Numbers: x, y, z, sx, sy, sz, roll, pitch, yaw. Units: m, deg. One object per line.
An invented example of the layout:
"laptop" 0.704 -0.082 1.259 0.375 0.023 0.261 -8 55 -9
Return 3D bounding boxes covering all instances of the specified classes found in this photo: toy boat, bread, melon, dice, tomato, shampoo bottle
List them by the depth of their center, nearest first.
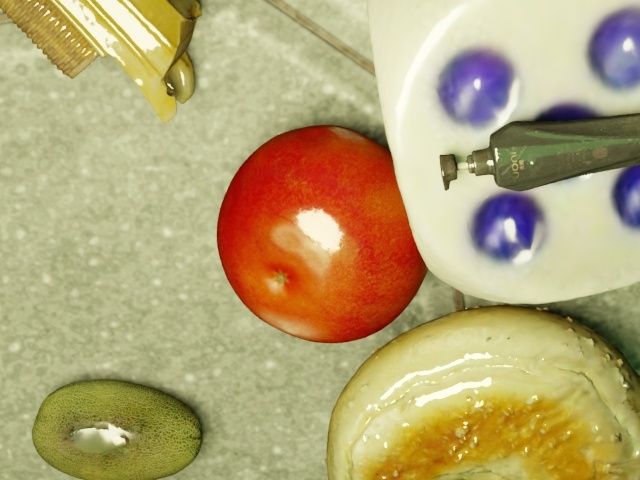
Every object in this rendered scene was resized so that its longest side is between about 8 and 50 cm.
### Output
"shampoo bottle" 0.146 -0.057 0.762 0.137 0.027 0.048 -8 115 5
"dice" 0.176 -0.120 0.886 0.243 0.259 0.251 -12 114 9
"toy boat" -0.216 -0.221 0.949 0.115 0.089 0.310 -41 107 21
"tomato" 0.000 0.000 0.996 0.195 0.136 0.195 15 124 23
"bread" 0.157 0.190 1.080 0.305 0.159 0.306 2 111 4
"melon" -0.193 0.184 1.125 0.162 0.099 0.099 7 114 -2
